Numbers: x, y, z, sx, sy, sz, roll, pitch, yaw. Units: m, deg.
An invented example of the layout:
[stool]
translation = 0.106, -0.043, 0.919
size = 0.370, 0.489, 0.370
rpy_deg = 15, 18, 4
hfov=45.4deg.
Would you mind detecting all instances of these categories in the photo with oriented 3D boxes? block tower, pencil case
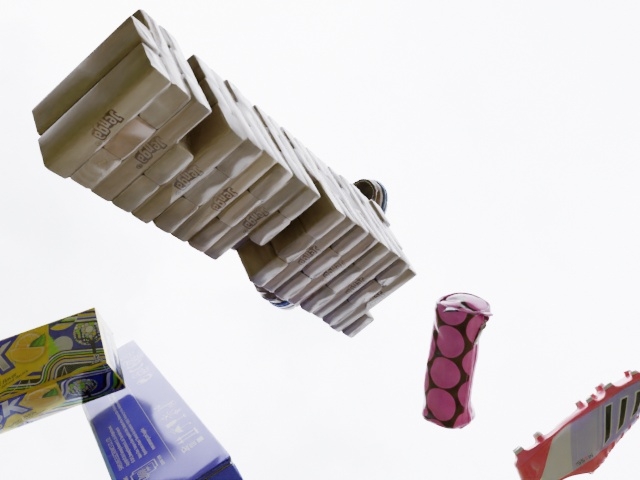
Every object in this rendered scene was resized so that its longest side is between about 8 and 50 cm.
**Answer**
[block tower]
translation = -0.047, -0.034, 0.575
size = 0.097, 0.091, 0.335
rpy_deg = -38, -40, 13
[pencil case]
translation = 0.213, 0.190, 1.191
size = 0.098, 0.095, 0.209
rpy_deg = 19, -68, 43

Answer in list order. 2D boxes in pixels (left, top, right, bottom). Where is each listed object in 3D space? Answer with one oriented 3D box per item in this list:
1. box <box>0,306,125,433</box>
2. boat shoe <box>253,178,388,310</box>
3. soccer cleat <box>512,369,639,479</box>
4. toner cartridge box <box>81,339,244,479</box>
[box]
translation = -0.254, 0.117, 0.630
size = 0.169, 0.059, 0.054
rpy_deg = -20, -34, -7
[boat shoe]
translation = 0.000, 0.000, 0.838
size = 0.183, 0.066, 0.066
rpy_deg = -50, -127, 3
[soccer cleat]
translation = 0.388, 0.273, 1.083
size = 0.248, 0.083, 0.095
rpy_deg = -36, -104, 2
[toner cartridge box]
translation = -0.117, 0.202, 0.630
size = 0.075, 0.348, 0.165
rpy_deg = -30, -74, -18
